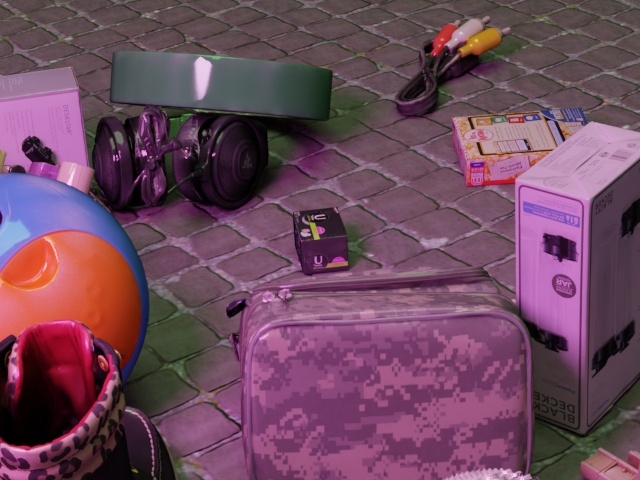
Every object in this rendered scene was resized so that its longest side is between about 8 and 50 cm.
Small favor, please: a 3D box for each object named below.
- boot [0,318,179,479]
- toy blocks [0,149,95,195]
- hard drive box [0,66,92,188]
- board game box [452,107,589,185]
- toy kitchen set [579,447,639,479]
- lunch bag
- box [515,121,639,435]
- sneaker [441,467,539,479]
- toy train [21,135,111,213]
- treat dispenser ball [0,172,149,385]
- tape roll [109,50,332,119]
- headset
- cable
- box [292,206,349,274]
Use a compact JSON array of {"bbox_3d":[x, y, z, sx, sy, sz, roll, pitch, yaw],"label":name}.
[{"bbox_3d":[-0.217,0.198,1.401,0.138,0.284,0.377,0,31,6],"label":"boot"},{"bbox_3d":[-0.464,0.004,1.888,0.288,0.260,0.309,16,-5,-25],"label":"toy blocks"},{"bbox_3d":[-0.441,-0.127,2.115,0.232,0.181,0.089,-9,28,-11],"label":"hard drive box"},{"bbox_3d":[0.294,-0.136,2.198,0.193,0.045,0.147,-4,29,-1],"label":"board game box"},{"bbox_3d":[0.317,0.214,1.540,0.068,0.075,0.083,-26,41,-36],"label":"toy kitchen set"},{"bbox_3d":[0.056,0.134,1.592,0.305,0.212,0.256,-3,13,-2],"label":"lunch bag"},{"bbox_3d":[0.285,0.040,1.636,0.087,0.290,0.169,17,37,34],"label":"box"},{"bbox_3d":[0.208,0.301,1.317,0.102,0.146,0.293,-10,13,-25],"label":"sneaker"},{"bbox_3d":[-0.343,-0.081,2.075,0.027,0.158,0.036,-40,18,20],"label":"toy train"},{"bbox_3d":[-0.328,0.071,1.637,0.288,0.288,0.288,-2,29,1],"label":"treat dispenser ball"},{"bbox_3d":[-0.144,-0.223,2.230,0.321,0.077,0.321,4,3,0],"label":"tape roll"},{"bbox_3d":[-0.201,-0.135,2.101,0.243,0.185,0.394,-1,18,4],"label":"headset"},{"bbox_3d":[0.181,-0.288,2.454,0.139,0.072,0.287,11,32,34],"label":"cable"},{"bbox_3d":[0.000,0.000,1.976,0.062,0.052,0.083,-7,28,-7],"label":"box"}]
